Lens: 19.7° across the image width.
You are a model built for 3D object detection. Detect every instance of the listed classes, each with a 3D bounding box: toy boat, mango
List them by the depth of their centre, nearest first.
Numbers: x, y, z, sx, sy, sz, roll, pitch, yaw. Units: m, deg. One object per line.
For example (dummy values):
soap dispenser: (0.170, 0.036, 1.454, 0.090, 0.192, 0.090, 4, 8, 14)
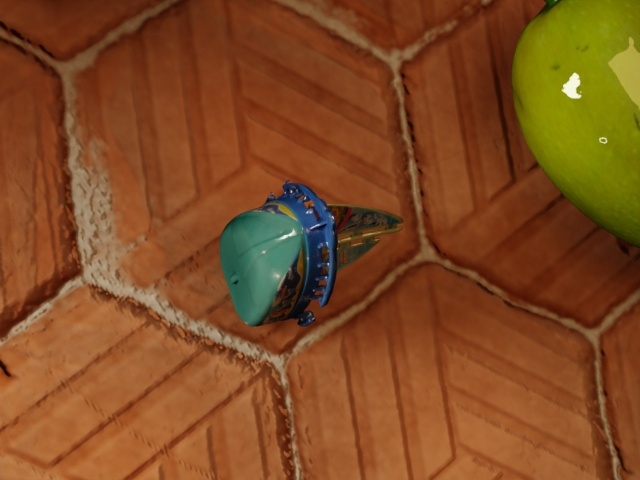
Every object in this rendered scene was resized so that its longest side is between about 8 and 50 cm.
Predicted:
toy boat: (0.000, 0.000, 1.175, 0.110, 0.175, 0.091, -17, 82, -14)
mango: (0.289, -0.067, 1.357, 0.343, 0.156, 0.192, 28, 65, -18)
